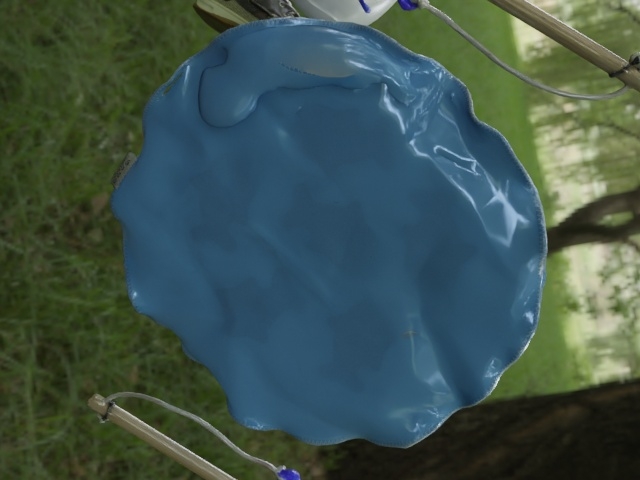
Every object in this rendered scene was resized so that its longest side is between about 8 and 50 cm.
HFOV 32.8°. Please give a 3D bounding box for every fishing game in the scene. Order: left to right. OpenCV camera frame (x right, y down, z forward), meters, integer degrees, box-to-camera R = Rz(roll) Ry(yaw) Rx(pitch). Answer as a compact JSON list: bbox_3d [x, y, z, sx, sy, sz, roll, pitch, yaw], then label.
[{"bbox_3d":[0.000,0.000,0.455,0.264,0.189,0.041,-65,172,23],"label":"fishing game"}]

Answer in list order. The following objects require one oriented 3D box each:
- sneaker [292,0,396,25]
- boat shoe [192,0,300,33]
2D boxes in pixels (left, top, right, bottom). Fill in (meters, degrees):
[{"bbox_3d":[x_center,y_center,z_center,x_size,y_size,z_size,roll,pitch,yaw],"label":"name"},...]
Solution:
[{"bbox_3d":[0.053,-0.206,0.524,0.090,0.095,0.235,34,71,-25],"label":"sneaker"},{"bbox_3d":[-0.042,-0.184,0.918,0.049,0.152,0.056,-58,156,-3],"label":"boat shoe"}]
